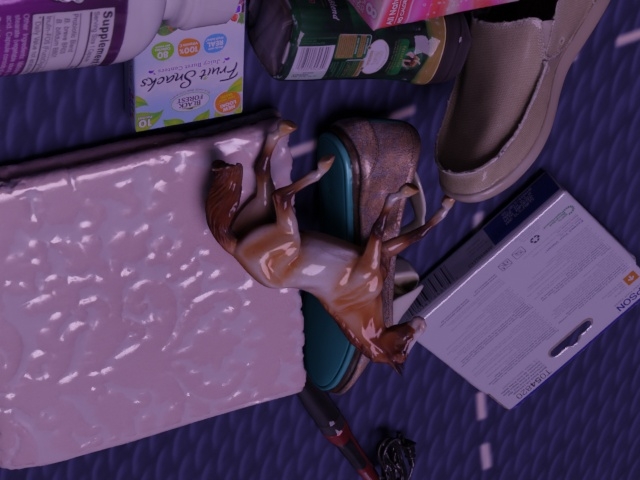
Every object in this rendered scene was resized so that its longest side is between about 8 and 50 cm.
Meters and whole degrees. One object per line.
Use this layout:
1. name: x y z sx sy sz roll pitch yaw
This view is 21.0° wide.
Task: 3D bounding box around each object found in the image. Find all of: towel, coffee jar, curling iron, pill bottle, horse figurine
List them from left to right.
1. pill bottle: -0.218 -0.209 1.286 0.302 0.169 0.169 -10 130 -22
2. towel: -0.171 0.048 1.598 0.317 0.053 0.331 -15 128 -16
3. horse figurine: 0.000 0.000 1.549 0.263 0.066 0.174 22 114 -20
4. curling iron: 0.021 0.186 1.836 0.068 0.035 0.274 -52 130 -11
5. coffee jar: 0.036 -0.183 1.495 0.184 0.096 0.079 -1 130 -28

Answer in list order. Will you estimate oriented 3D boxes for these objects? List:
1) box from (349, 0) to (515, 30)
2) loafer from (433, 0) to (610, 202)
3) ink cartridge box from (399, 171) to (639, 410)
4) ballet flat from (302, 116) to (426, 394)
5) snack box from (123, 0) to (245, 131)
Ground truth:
1. box: 0.097 -0.329 1.333 0.154 0.142 0.300 -15 142 -27
2. loafer: 0.167 -0.161 1.540 0.092 0.102 0.268 37 74 -42
3. ink cartridge box: 0.218 0.058 1.825 0.223 0.045 0.224 -42 135 9
4. ballet flat: 0.051 0.018 1.666 0.106 0.107 0.316 -16 134 -26
5. snack box: -0.116 -0.167 1.467 0.100 0.037 0.141 -11 131 -19
